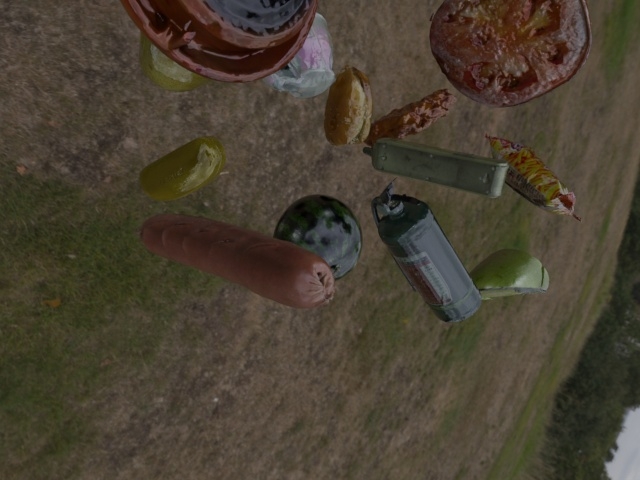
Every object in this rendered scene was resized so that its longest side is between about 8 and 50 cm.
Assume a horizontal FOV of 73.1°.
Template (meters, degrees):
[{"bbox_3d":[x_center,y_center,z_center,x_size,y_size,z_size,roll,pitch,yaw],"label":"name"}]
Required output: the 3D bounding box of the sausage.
[{"bbox_3d":[-0.147,0.014,0.629,0.088,0.433,0.087,-18,114,-47],"label":"sausage"}]

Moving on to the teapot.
[{"bbox_3d":[-0.054,-0.446,1.041,0.222,0.163,0.178,1,69,-59],"label":"teapot"}]

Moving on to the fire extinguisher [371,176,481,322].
[{"bbox_3d":[0.158,0.013,0.690,0.093,0.118,0.294,-52,122,-21],"label":"fire extinguisher"}]

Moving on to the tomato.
[{"bbox_3d":[0.425,-0.469,0.957,0.143,0.338,0.338,-55,141,-28],"label":"tomato"}]

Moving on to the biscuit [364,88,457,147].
[{"bbox_3d":[0.330,-0.467,1.686,0.312,0.318,0.110,-35,106,-25],"label":"biscuit"}]

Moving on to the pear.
[{"bbox_3d":[-0.314,-0.467,1.013,0.211,0.188,0.228,-4,112,-31],"label":"pear"}]

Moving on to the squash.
[{"bbox_3d":[0.624,0.167,1.503,0.309,0.234,0.210,-32,103,-45],"label":"squash"}]

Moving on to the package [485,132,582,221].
[{"bbox_3d":[0.569,-0.164,1.161,0.223,0.288,0.108,12,130,-47],"label":"package"}]

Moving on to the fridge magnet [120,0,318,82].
[{"bbox_3d":[-0.138,-0.430,0.652,0.364,0.155,0.363,-13,110,-38],"label":"fridge magnet"}]

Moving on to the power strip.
[{"bbox_3d":[0.281,-0.198,1.122,0.066,0.388,0.092,-27,130,-51],"label":"power strip"}]

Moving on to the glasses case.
[{"bbox_3d":[-0.537,-0.262,1.672,0.173,0.371,0.141,64,24,-12],"label":"glasses case"}]

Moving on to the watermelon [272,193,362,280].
[{"bbox_3d":[-0.002,-0.003,1.248,0.269,0.269,0.269,-25,126,-39],"label":"watermelon"}]

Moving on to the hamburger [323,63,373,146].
[{"bbox_3d":[0.099,-0.434,1.454,0.144,0.156,0.283,-12,135,-21],"label":"hamburger"}]
